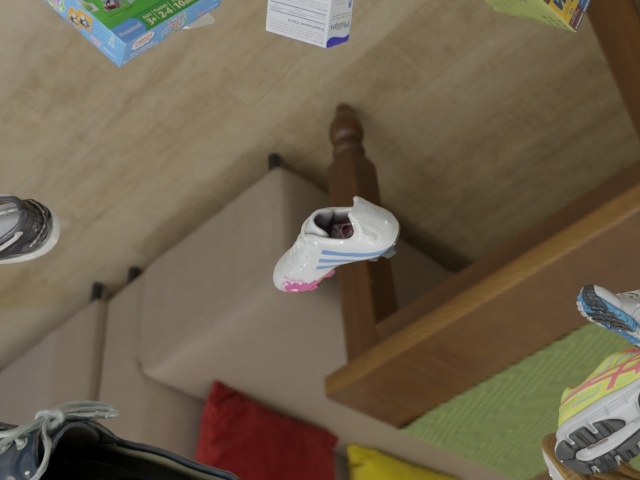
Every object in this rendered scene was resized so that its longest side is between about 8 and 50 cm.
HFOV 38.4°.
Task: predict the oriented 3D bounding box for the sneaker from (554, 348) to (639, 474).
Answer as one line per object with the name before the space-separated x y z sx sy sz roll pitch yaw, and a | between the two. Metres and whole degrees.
sneaker | 0.295 0.124 0.824 0.208 0.094 0.081 -33 114 26

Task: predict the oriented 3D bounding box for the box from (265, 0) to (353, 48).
box | -0.016 -0.404 1.527 0.126 0.072 0.137 23 121 27

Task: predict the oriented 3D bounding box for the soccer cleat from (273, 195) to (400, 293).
soccer cleat | 0.000 0.000 1.735 0.143 0.116 0.331 34 140 -31

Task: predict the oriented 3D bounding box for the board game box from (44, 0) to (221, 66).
board game box | -0.230 -0.293 0.968 0.211 0.160 0.039 40 142 7

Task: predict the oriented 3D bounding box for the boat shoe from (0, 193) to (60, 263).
boat shoe | -0.214 0.003 0.531 0.125 0.046 0.038 -12 164 12

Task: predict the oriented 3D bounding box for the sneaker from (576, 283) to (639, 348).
sneaker | 0.404 0.085 1.173 0.191 0.083 0.071 28 172 -29

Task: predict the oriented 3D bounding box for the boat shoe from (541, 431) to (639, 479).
boat shoe | 0.301 0.289 0.940 0.098 0.277 0.096 -12 104 4

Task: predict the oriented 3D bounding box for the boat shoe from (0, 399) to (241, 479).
boat shoe | -0.155 0.147 0.572 0.255 0.095 0.079 14 111 31

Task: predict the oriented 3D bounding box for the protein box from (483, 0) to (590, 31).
protein box | 0.419 -0.535 1.845 0.200 0.201 0.136 16 99 -53

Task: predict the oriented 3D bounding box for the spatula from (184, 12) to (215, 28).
spatula | -0.328 -0.434 1.708 0.242 0.168 0.019 -26 156 -45
